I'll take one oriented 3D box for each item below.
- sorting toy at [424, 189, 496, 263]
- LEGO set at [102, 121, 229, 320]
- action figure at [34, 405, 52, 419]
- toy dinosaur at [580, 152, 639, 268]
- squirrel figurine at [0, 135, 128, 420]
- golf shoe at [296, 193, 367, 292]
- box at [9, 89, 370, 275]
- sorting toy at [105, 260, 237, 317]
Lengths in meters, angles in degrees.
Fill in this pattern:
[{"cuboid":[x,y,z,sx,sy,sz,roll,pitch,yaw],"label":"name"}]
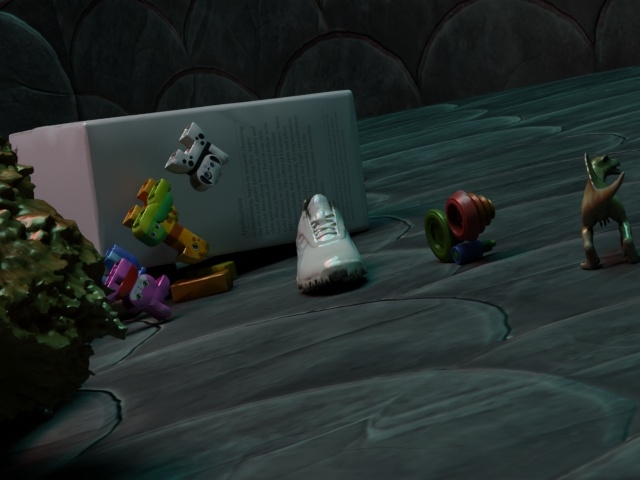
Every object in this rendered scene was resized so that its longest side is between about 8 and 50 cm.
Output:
[{"cuboid":[0.136,-0.012,1.565,0.042,0.061,0.102,-16,-11,-21],"label":"sorting toy"},{"cuboid":[-0.155,0.002,1.729,0.087,0.093,0.227,-31,30,54],"label":"LEGO set"},{"cuboid":[-0.257,0.117,1.345,0.137,0.063,0.232,-13,11,22],"label":"action figure"},{"cuboid":[0.227,-0.026,1.365,0.053,0.092,0.183,-14,7,10],"label":"toy dinosaur"},{"cuboid":[-0.341,0.054,1.081,0.397,0.281,0.370,-26,23,-2],"label":"squirrel figurine"},{"cuboid":[0.000,0.000,1.639,0.069,0.086,0.176,-13,9,-6],"label":"golf shoe"},{"cuboid":[-0.150,-0.066,1.928,0.345,0.168,0.215,-9,4,-32],"label":"box"},{"cuboid":[-0.237,0.054,1.848,0.307,0.041,0.229,-13,8,10],"label":"sorting toy"}]
